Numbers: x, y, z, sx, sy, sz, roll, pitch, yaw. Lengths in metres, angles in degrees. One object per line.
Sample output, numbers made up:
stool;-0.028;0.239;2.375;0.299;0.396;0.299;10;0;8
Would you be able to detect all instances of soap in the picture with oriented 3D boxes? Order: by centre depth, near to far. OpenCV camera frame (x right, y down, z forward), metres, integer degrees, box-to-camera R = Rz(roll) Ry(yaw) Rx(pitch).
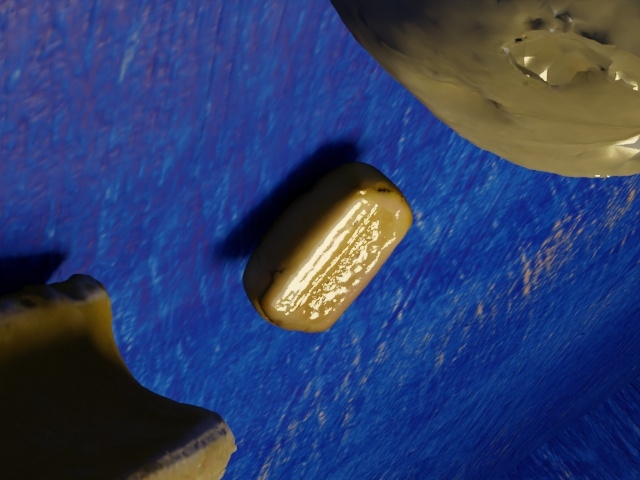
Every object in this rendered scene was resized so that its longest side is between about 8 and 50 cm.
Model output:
soap;-0.238;0.177;0.672;0.304;0.169;0.338;-51;166;22

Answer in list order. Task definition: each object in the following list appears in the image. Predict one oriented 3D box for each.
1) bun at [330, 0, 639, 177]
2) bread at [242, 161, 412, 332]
bun;0.153;-0.186;0.498;0.362;0.234;0.326;-46;157;1
bread;0.000;0.000;0.920;0.082;0.056;0.115;19;111;-50
